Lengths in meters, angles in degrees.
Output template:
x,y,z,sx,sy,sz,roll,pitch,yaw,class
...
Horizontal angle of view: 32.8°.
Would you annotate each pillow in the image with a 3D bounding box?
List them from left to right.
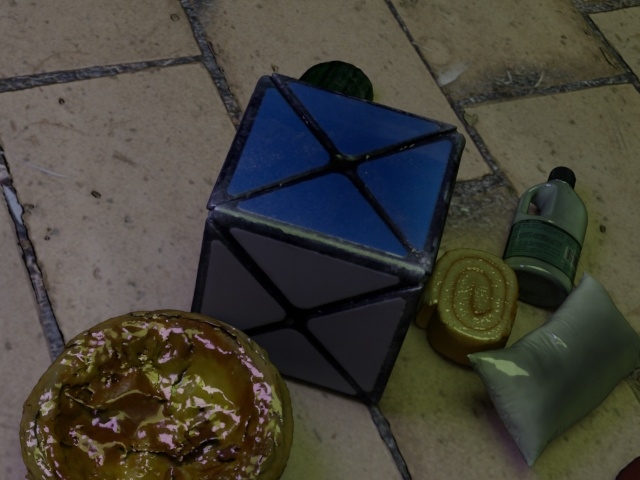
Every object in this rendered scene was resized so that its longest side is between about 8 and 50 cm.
x,y,z,sx,sy,sz,roll,pitch,yaw,class
0.287,0.146,1.309,0.254,0.078,0.144,-29,89,-34,pillow

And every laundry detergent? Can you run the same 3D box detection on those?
x,y,z,sx,sy,sz,roll,pitch,yaw,class
0.308,-0.017,1.469,0.099,0.070,0.226,17,50,9,laundry detergent

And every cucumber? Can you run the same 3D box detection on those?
x,y,z,sx,sy,sz,roll,pitch,yaw,class
-0.009,-0.161,1.518,0.115,0.063,0.244,21,51,5,cucumber

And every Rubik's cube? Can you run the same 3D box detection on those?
x,y,z,sx,sy,sz,roll,pitch,yaw,class
0.000,0.000,1.265,0.259,0.255,0.260,18,47,4,Rubik's cube

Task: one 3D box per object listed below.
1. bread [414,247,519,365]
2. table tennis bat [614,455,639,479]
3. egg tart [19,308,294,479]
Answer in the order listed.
x,y,z,sx,sy,sz,roll,pitch,yaw,class
0.181,0.083,1.361,0.122,0.073,0.149,15,50,6,bread
0.396,0.323,1.234,0.310,0.038,0.200,7,50,-9,table tennis bat
-0.170,0.204,1.141,0.290,0.115,0.290,4,52,-5,egg tart
